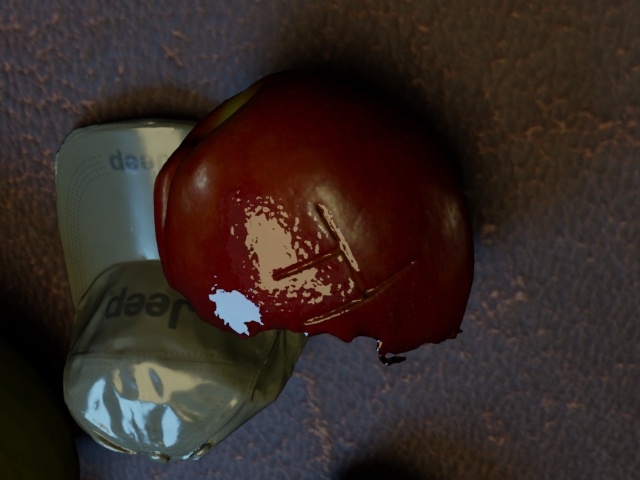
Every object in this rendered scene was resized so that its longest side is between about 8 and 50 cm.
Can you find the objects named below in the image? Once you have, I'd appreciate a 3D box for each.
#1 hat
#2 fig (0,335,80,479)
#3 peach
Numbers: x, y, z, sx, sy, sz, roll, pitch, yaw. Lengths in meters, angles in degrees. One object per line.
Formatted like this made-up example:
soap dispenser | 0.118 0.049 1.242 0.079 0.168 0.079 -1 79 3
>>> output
hat | -0.135 0.042 0.975 0.214 0.149 0.244 -5 127 19
fig | -0.324 0.169 1.033 0.240 0.239 0.271 1 124 17
peach | 0.000 0.000 0.872 0.226 0.196 0.190 49 141 -14
